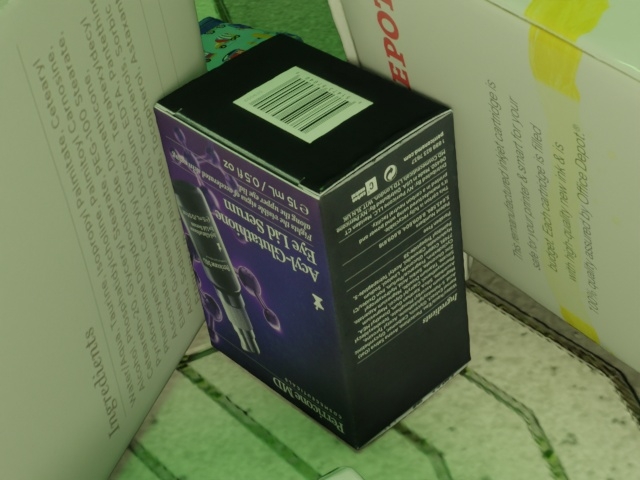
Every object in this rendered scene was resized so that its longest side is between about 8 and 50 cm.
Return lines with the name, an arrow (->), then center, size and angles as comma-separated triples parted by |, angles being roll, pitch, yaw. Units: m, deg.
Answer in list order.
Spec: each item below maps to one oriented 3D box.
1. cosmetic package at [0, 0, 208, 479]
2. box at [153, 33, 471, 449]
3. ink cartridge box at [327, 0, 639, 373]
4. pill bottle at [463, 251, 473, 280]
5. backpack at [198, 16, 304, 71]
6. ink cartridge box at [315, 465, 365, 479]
cosmetic package -> -0.283, -0.013, 0.783 | 0.330, 0.327, 0.393 | 8, 40, 18
box -> 0.000, 0.000, 0.817 | 0.108, 0.207, 0.153 | -34, 44, -28
ink cartridge box -> 0.204, -0.056, 0.740 | 0.160, 0.279, 0.385 | -43, 56, -17
pill bottle -> 0.066, 0.005, 0.935 | 0.083, 0.043, 0.043 | 4, 38, 14
backpack -> -0.105, -0.106, 1.053 | 0.173, 0.116, 0.158 | 20, 43, 35
ink cartridge box -> 0.026, 0.227, 0.515 | 0.186, 0.065, 0.311 | -19, 36, -30
